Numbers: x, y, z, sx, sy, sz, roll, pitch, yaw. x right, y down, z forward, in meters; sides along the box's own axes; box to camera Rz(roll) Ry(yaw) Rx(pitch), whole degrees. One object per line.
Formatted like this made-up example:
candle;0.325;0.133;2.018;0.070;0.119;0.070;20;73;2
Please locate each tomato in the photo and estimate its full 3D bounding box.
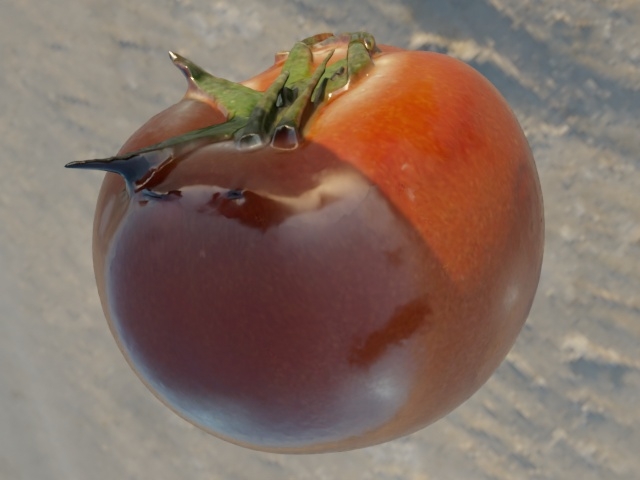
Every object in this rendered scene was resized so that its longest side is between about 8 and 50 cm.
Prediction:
tomato;0.000;0.000;0.883;0.256;0.256;0.224;10;122;47
